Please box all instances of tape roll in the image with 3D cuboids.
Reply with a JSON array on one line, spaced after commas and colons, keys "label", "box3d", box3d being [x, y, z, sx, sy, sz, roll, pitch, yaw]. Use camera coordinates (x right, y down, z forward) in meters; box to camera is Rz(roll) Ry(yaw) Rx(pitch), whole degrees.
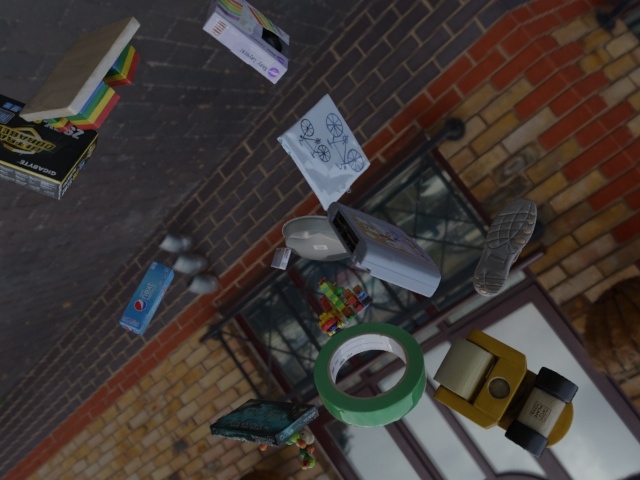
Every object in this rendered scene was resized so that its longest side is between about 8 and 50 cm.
[{"label": "tape roll", "box3d": [0.144, 0.381, 1.706, 0.321, 0.321, 0.077, -33, 130, -20]}]

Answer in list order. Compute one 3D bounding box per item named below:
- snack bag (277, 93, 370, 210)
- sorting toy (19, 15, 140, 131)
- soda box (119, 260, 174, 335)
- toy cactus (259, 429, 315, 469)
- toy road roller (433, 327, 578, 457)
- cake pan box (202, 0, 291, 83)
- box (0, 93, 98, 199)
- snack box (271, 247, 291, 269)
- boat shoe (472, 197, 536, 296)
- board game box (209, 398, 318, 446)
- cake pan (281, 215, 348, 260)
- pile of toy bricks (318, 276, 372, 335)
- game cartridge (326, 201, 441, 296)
[{"label": "snack bag", "box3d": [0.021, -0.309, 2.089, 0.037, 0.323, 0.342, -13, -152, 44]}, {"label": "sorting toy", "box3d": [-0.518, -0.358, 1.319, 0.257, 0.089, 0.255, 6, -117, 43]}, {"label": "soda box", "box3d": [-0.516, 0.171, 1.755, 0.071, 0.067, 0.210, 112, 1, -65]}, {"label": "toy cactus", "box3d": [-0.079, 0.597, 1.740, 0.180, 0.219, 0.112, 30, 87, -56]}, {"label": "toy road roller", "box3d": [0.469, 0.390, 1.493, 0.202, 0.330, 0.240, -59, 155, -6]}, {"label": "cake pan box", "box3d": [-0.204, -0.599, 1.706, 0.070, 0.267, 0.245, -40, -150, 31]}, {"label": "box", "box3d": [-0.850, -0.277, 1.697, 0.257, 0.322, 0.079, -78, -168, -47]}, {"label": "snack box", "box3d": [-0.124, 0.055, 1.830, 0.178, 0.022, 0.064, 176, -69, -77]}, {"label": "boat shoe", "box3d": [0.565, 0.015, 1.823, 0.324, 0.123, 0.116, -65, 166, 13]}, {"label": "board game box", "box3d": [-0.114, 0.360, 1.175, 0.186, 0.026, 0.126, -7, -170, 38]}, {"label": "cake pan", "box3d": [0.000, 0.000, 2.166, 0.294, 0.054, 0.293, 5, 154, 3]}, {"label": "pile of toy bricks", "box3d": [0.034, 0.123, 1.232, 0.118, 0.105, 0.212, -42, 171, 7]}, {"label": "game cartridge", "box3d": [0.132, 0.012, 1.238, 0.297, 0.198, 0.062, -119, -131, -64]}]
